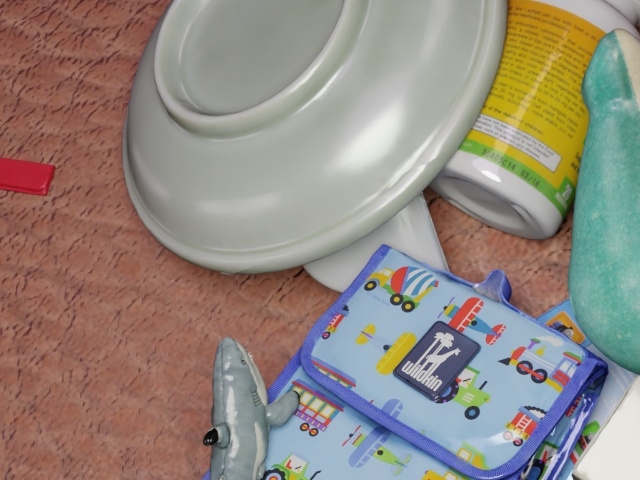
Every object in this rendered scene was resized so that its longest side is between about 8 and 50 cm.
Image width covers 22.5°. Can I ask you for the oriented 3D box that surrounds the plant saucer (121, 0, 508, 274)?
[{"bbox_3d":[-0.034,-0.168,1.411,0.400,0.100,0.401,-18,54,26],"label":"plant saucer"}]

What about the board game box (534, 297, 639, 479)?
[{"bbox_3d":[0.241,0.119,1.334,0.211,0.039,0.160,-32,65,3],"label":"board game box"}]

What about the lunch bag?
[{"bbox_3d":[0.080,0.154,1.307,0.221,0.138,0.293,26,76,31],"label":"lunch bag"}]

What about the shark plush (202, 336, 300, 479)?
[{"bbox_3d":[-0.079,0.159,1.248,0.073,0.067,0.161,7,61,28],"label":"shark plush"}]

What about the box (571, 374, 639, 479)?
[{"bbox_3d":[0.327,0.219,1.212,0.275,0.113,0.094,35,86,13],"label":"box"}]

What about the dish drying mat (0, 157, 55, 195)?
[{"bbox_3d":[-0.300,-0.064,1.567,0.083,0.008,0.032,9,72,18],"label":"dish drying mat"}]

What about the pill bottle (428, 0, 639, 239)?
[{"bbox_3d":[0.195,-0.137,1.385,0.136,0.136,0.246,25,79,22],"label":"pill bottle"}]

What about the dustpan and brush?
[{"bbox_3d":[0.000,0.000,1.427,0.211,0.060,0.147,-18,97,14],"label":"dustpan and brush"}]

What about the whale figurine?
[{"bbox_3d":[0.243,-0.021,1.247,0.141,0.216,0.272,-20,85,3],"label":"whale figurine"}]
